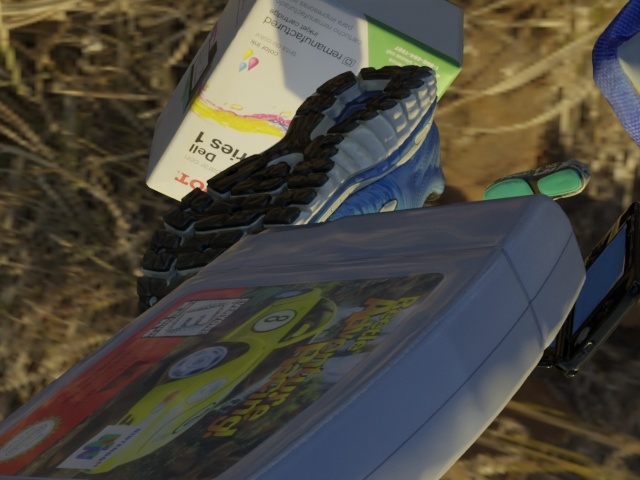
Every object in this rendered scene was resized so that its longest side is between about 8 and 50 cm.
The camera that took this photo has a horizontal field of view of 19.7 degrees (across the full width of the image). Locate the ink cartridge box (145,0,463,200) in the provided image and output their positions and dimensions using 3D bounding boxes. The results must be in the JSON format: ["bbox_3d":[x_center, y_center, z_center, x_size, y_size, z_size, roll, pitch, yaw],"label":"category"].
[{"bbox_3d":[-0.018,-0.137,1.776,0.201,0.117,0.278,25,126,-15],"label":"ink cartridge box"}]

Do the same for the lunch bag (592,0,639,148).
[{"bbox_3d":[0.368,-0.017,0.875,0.385,0.328,0.239,53,56,-28],"label":"lunch bag"}]

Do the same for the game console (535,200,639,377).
[{"bbox_3d":[0.138,0.024,1.114,0.071,0.122,0.107,32,118,-6],"label":"game console"}]

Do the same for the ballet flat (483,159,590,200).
[{"bbox_3d":[0.213,-0.053,1.790,0.041,0.114,0.041,20,64,-48],"label":"ballet flat"}]

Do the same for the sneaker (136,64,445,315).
[{"bbox_3d":[0.000,0.000,1.363,0.330,0.130,0.147,-41,121,-39],"label":"sneaker"}]

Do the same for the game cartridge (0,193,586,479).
[{"bbox_3d":[-0.034,0.071,0.701,0.294,0.196,0.060,-39,116,-39],"label":"game cartridge"}]
